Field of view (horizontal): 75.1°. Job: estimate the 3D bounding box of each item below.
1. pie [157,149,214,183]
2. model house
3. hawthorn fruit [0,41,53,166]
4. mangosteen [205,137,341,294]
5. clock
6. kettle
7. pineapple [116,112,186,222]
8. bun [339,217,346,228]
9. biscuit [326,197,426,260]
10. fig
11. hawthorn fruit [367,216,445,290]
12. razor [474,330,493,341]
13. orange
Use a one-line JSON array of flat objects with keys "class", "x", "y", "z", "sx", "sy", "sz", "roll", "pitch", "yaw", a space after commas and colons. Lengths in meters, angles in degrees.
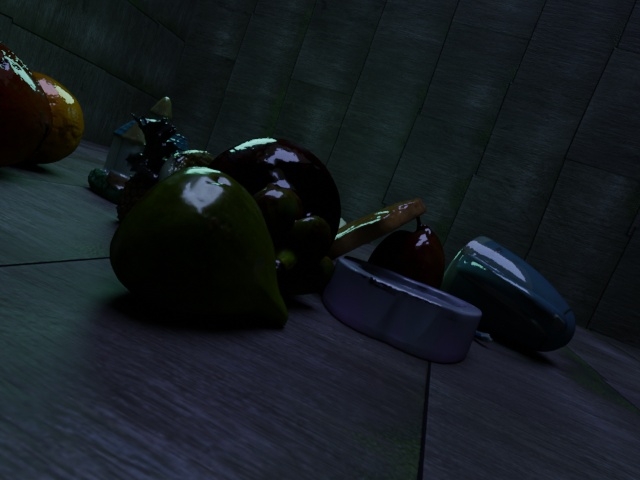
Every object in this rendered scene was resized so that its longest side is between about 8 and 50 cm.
[{"class": "pie", "x": -0.266, "y": -0.087, "z": 0.915, "sx": 0.054, "sy": 0.240, "sz": 0.240, "roll": -6, "pitch": -3, "yaw": 20}, {"class": "model house", "x": -0.475, "y": -0.257, "z": 1.213, "sx": 0.194, "sy": 0.324, "sz": 0.267, "roll": 22, "pitch": 6, "yaw": 36}, {"class": "hawthorn fruit", "x": -0.743, "y": -0.291, "z": 0.874, "sx": 0.316, "sy": 0.315, "sz": 0.316, "roll": 20, "pitch": 6, "yaw": -2}, {"class": "mangosteen", "x": -0.098, "y": -0.047, "z": 0.803, "sx": 0.312, "sy": 0.310, "sz": 0.311, "roll": 20, "pitch": 6, "yaw": -2}, {"class": "clock", "x": 0.171, "y": 0.135, "z": 0.890, "sx": 0.339, "sy": 0.102, "sz": 0.338, "roll": 20, "pitch": 5, "yaw": -2}, {"class": "kettle", "x": 0.527, "y": 0.164, "z": 1.160, "sx": 0.342, "sy": 0.247, "sz": 0.319, "roll": 39, "pitch": 3, "yaw": 36}, {"class": "pineapple", "x": -0.365, "y": -0.145, "z": 0.902, "sx": 0.125, "sy": 0.251, "sz": 0.125, "roll": 16, "pitch": 19, "yaw": -5}, {"class": "bun", "x": -0.043, "y": -0.025, "z": 1.395, "sx": 0.260, "sy": 0.159, "sz": 0.259, "roll": 15, "pitch": 22, "yaw": -6}, {"class": "biscuit", "x": 0.091, "y": -0.019, "z": 1.065, "sx": 0.062, "sy": 0.365, "sz": 0.385, "roll": 65, "pitch": 21, "yaw": 0}, {"class": "fig", "x": -0.133, "y": 0.033, "z": 0.577, "sx": 0.275, "sy": 0.206, "sz": 0.206, "roll": 43, "pitch": -3, "yaw": -22}, {"class": "hawthorn fruit", "x": 0.238, "y": 0.055, "z": 1.136, "sx": 0.208, "sy": 0.248, "sz": 0.208, "roll": 19, "pitch": 9, "yaw": -3}, {"class": "razor", "x": 0.399, "y": 0.231, "z": 1.103, "sx": 0.068, "sy": 0.037, "sz": 0.191, "roll": 55, "pitch": 4, "yaw": -8}, {"class": "orange", "x": -0.802, "y": -0.337, "z": 1.154, "sx": 0.261, "sy": 0.260, "sz": 0.261, "roll": 20, "pitch": 6, "yaw": -2}]
